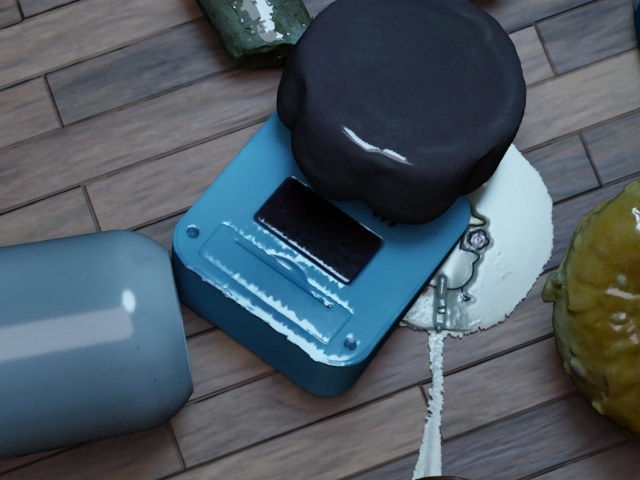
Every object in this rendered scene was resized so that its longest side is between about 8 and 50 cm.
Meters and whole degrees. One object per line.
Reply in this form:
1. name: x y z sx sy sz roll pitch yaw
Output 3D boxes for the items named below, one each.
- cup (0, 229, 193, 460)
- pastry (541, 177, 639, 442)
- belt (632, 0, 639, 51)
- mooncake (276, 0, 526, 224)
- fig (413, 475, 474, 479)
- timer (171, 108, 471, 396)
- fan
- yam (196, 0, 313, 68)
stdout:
1. cup: -0.285 0.105 1.816 0.312 0.205 0.205 -10 79 -3
2. pastry: 0.378 0.068 1.839 0.316 0.184 0.284 26 104 5
3. belt: 0.497 -0.193 1.904 0.300 0.173 0.436 -37 82 -9
4. mooncake: 0.079 -0.136 1.876 0.245 0.133 0.245 9 51 -12
5. fig: 0.089 0.296 1.817 0.207 0.175 0.175 24 78 31
6. timer: 0.000 0.000 1.916 0.232 0.091 0.250 35 68 11
7. fan: 0.121 0.065 1.926 0.233 0.012 0.414 1 77 1
8. yam: -0.077 -0.257 1.950 0.107 0.107 0.183 -27 81 -6
